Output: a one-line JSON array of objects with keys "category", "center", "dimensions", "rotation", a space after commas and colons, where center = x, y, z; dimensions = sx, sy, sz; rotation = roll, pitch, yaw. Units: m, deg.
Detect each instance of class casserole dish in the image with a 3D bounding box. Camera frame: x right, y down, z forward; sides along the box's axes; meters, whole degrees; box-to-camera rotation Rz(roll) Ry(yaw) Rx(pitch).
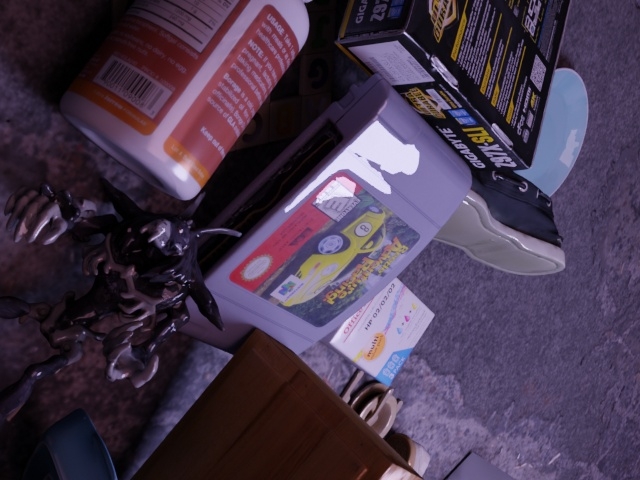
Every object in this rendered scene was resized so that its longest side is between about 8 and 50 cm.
[{"category": "casserole dish", "center": [-0.205, 0.210, 0.693], "dimensions": [0.037, 0.114, 0.188], "rotation": [-13, 158, -33]}]

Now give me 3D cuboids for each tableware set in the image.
[{"category": "tableware set", "center": [0.039, 0.268, 1.065], "dimensions": [0.194, 0.039, 0.128], "rotation": [-56, 138, -9]}]

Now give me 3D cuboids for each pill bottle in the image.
[{"category": "pill bottle", "center": [-0.086, -0.148, 0.647], "dimensions": [0.216, 0.121, 0.121], "rotation": [-55, 138, -9]}]

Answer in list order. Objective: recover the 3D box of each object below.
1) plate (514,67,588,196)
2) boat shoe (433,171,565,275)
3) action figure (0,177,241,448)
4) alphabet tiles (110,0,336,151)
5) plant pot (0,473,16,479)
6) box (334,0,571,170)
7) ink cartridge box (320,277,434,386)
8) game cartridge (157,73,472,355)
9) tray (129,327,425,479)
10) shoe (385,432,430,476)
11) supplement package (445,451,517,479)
[{"category": "plate", "center": [0.290, -0.136, 1.125], "dimensions": [0.188, 0.024, 0.188], "rotation": [-22, 124, -37]}, {"category": "boat shoe", "center": [0.171, -0.060, 0.979], "dimensions": [0.340, 0.127, 0.113], "rotation": [22, 67, -34]}, {"category": "action figure", "center": [-0.178, 0.047, 0.641], "dimensions": [0.275, 0.164, 0.141], "rotation": [-39, 177, -16]}, {"category": "alphabet tiles", "center": [-0.074, -0.172, 0.745], "dimensions": [0.237, 0.009, 0.198], "rotation": [-19, 123, -39]}, {"category": "plant pot", "center": [-0.314, 0.285, 0.549], "dimensions": [0.280, 0.323, 0.323], "rotation": [-13, 121, -62]}, {"category": "box", "center": [0.153, -0.262, 0.810], "dimensions": [0.257, 0.079, 0.322], "rotation": [31, 70, -46]}, {"category": "ink cartridge box", "center": [0.043, 0.079, 0.955], "dimensions": [0.104, 0.061, 0.181], "rotation": [-57, 138, -7]}, {"category": "game cartridge", "center": [0.000, 0.000, 0.800], "dimensions": [0.294, 0.060, 0.196], "rotation": [-44, 144, 12]}, {"category": "tray", "center": [-0.118, 0.298, 0.750], "dimensions": [0.411, 0.203, 0.076], "rotation": [-51, 138, -1]}, {"category": "shoe", "center": [0.079, 0.363, 1.128], "dimensions": [0.058, 0.076, 0.219], "rotation": [34, 83, -44]}, {"category": "supplement package", "center": [0.237, 0.477, 1.293], "dimensions": [0.194, 0.149, 0.203], "rotation": [-37, 133, -26]}]
